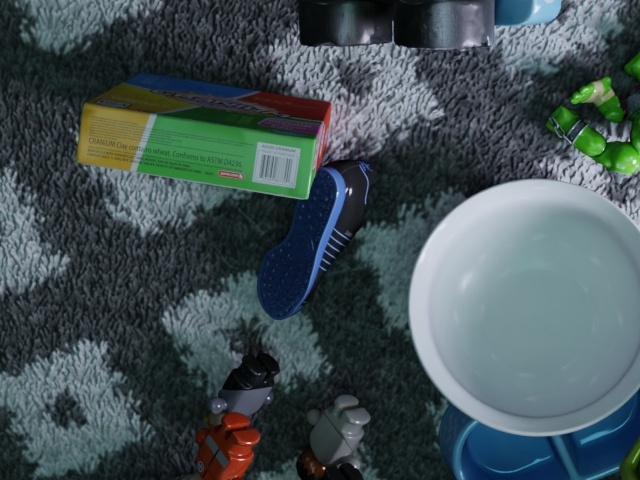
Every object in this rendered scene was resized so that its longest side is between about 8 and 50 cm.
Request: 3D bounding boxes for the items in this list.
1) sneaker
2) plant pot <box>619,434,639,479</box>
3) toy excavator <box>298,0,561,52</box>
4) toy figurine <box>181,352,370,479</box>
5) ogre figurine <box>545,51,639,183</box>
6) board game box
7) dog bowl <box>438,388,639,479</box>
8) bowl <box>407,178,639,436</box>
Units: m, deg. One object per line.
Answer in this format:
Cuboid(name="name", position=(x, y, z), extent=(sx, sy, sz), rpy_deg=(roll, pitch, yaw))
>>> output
Cuboid(name="sneaker", position=(0.000, 0.000, 1.689), extent=(0.081, 0.090, 0.232), rpy_deg=(45, 129, 25))
Cuboid(name="plant pot", position=(0.503, 0.269, 1.562), extent=(0.207, 0.228, 0.227), rpy_deg=(31, 105, -10))
Cuboid(name="toy excavator", position=(0.248, -0.340, 1.537), extent=(0.433, 0.445, 0.222), rpy_deg=(11, 109, 44))
Cuboid(name="toy figurine", position=(-0.054, 0.265, 1.690), extent=(0.213, 0.209, 0.148), rpy_deg=(25, 120, -9))
Cuboid(name="ogre figurine", position=(0.378, -0.153, 1.626), extent=(0.197, 0.097, 0.118), rpy_deg=(-32, 81, -5))
Cuboid(name="board game box", position=(-0.117, -0.123, 1.545), extent=(0.242, 0.316, 0.064), rpy_deg=(9, 103, 1))
Cuboid(name="dog bowl", position=(0.292, 0.235, 1.728), extent=(0.297, 0.074, 0.166), rpy_deg=(-24, 100, 8))
Cuboid(name="bowl", position=(0.254, 0.086, 1.641), extent=(0.298, 0.134, 0.297), rpy_deg=(-2, 78, 9))
